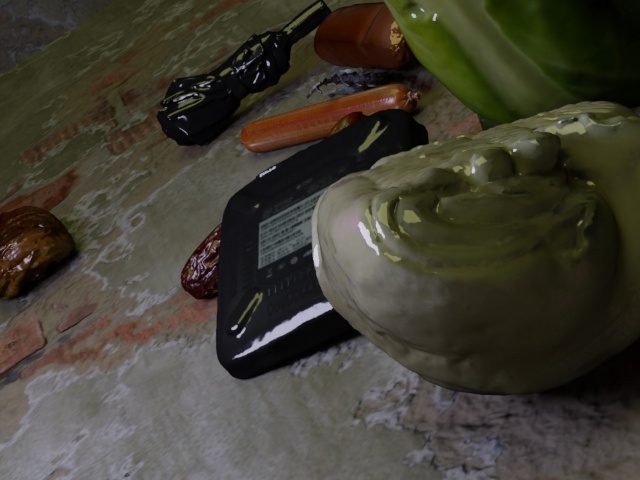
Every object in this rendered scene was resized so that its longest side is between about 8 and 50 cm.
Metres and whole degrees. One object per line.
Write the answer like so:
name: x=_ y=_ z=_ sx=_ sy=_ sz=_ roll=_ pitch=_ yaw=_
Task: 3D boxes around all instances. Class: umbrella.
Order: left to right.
umbrella: x=-0.123 y=-0.281 z=2.333 sx=0.340 sy=0.118 sz=0.118 roll=-40 pitch=24 yaw=5

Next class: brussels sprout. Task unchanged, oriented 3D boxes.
brussels sprout: x=0.234 y=-0.271 z=1.434 sx=0.276 sy=0.371 sz=0.314 roll=161 pitch=116 yaw=-69

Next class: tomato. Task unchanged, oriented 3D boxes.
tomato: x=0.047 y=-0.133 z=1.923 sx=0.087 sy=0.075 sz=0.087 roll=-29 pitch=25 yaw=15

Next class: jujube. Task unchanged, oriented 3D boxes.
jujube: x=-0.126 y=0.024 z=1.838 sx=0.129 sy=0.077 sz=0.077 roll=-42 pitch=23 yaw=6

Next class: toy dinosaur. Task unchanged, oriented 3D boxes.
toy dinosaur: x=0.049 y=-0.233 z=2.083 sx=0.082 sy=0.039 sz=0.209 roll=0 pitch=12 yaw=42

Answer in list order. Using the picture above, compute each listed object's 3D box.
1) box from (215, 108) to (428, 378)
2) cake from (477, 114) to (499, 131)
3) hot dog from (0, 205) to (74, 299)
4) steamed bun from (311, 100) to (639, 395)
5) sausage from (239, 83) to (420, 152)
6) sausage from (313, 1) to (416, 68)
box: x=0.000 y=0.000 z=1.650 sx=0.290 sy=0.073 sz=0.289 roll=-27 pitch=40 yaw=26
cake: x=0.222 y=-0.228 z=1.664 sx=0.158 sy=0.283 sz=0.172 roll=9 pitch=61 yaw=56
hot dog: x=-0.473 y=0.014 z=2.236 sx=0.160 sy=0.099 sz=0.227 roll=-32 pitch=23 yaw=0
steamed bun: x=0.175 y=0.018 z=1.292 sx=0.339 sy=0.247 sz=0.352 roll=-18 pitch=5 yaw=-9
sausage: x=0.008 y=-0.177 z=2.079 sx=0.348 sy=0.053 sz=0.053 roll=-10 pitch=32 yaw=41
sausage: x=0.083 y=-0.313 z=2.175 sx=0.097 sy=0.094 sz=0.348 roll=-59 pitch=23 yaw=-5
